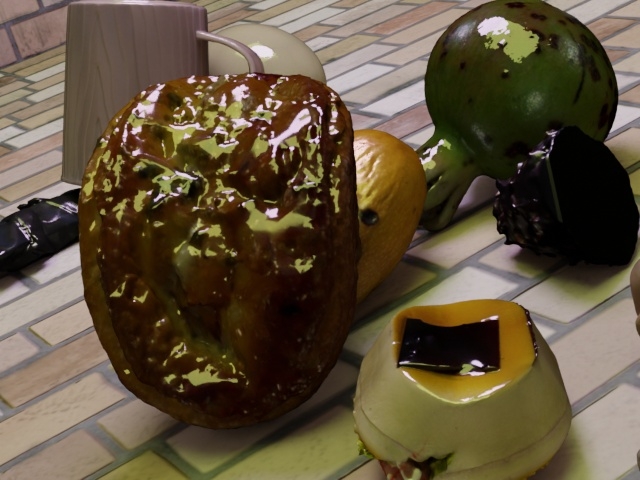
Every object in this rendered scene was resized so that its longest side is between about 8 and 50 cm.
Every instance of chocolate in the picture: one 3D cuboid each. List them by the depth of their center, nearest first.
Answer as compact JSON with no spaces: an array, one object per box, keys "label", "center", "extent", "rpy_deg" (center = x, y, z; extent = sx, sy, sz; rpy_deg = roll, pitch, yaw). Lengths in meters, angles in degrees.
[{"label":"chocolate","center":[0.239,-0.029,1.234],"extent":[0.133,0.156,0.156],"rpy_deg":[-28,8,47]}]

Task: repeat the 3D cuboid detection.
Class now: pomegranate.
[{"label":"pomegranate","center":[0.216,-0.146,1.390],"extent":[0.242,0.242,0.306],"rpy_deg":[6,51,42]}]

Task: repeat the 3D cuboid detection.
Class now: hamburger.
[{"label":"hamburger","center":[0.112,0.126,0.960],"extent":[0.172,0.116,0.210],"rpy_deg":[-6,20,4]}]

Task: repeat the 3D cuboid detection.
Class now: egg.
[{"label":"egg","center":[-0.098,-0.244,1.841],"extent":[0.241,0.186,0.186],"rpy_deg":[14,36,34]}]

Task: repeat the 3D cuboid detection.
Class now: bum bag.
[{"label":"bum bag","center":[-0.399,-0.022,1.678],"extent":[0.137,0.074,0.310],"rpy_deg":[4,27,42]}]

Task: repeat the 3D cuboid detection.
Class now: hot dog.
[{"label":"hot dog","center":[-0.090,-0.013,1.133],"extent":[0.266,0.174,0.388],"rpy_deg":[-6,59,11]}]

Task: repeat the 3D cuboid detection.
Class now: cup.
[{"label":"cup","center":[-0.242,-0.203,1.688],"extent":[0.288,0.273,0.208],"rpy_deg":[9,11,43]}]

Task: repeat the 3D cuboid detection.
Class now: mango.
[{"label":"mango","center":[0.003,0.003,1.277],"extent":[0.177,0.120,0.295],"rpy_deg":[21,66,42]}]

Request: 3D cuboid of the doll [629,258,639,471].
[{"label":"doll","center":[0.320,0.090,0.912],"extent":[0.154,0.119,0.278],"rpy_deg":[-8,34,20]}]
